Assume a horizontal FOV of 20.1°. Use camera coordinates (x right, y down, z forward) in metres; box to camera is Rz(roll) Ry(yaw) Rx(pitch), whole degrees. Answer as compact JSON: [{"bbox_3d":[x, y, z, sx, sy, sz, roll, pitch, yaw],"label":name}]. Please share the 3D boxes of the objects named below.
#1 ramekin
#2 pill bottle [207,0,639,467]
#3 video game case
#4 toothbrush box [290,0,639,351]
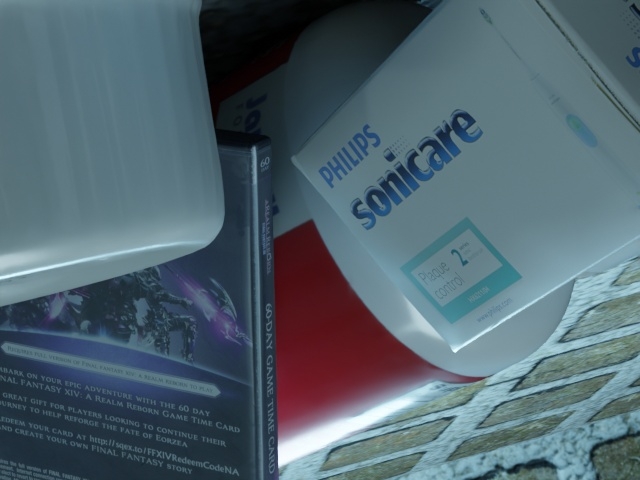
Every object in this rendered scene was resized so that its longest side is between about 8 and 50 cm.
[{"bbox_3d":[-0.176,-0.036,0.835,0.277,0.135,0.277,-13,177,-1],"label":"ramekin"},{"bbox_3d":[0.000,0.000,1.074,0.407,0.229,0.229,-28,161,33],"label":"pill bottle"},{"bbox_3d":[-0.114,0.064,1.009,0.196,0.274,0.026,9,-159,26],"label":"video game case"},{"bbox_3d":[0.156,-0.108,0.806,0.295,0.126,0.216,-40,179,-31],"label":"toothbrush box"}]
